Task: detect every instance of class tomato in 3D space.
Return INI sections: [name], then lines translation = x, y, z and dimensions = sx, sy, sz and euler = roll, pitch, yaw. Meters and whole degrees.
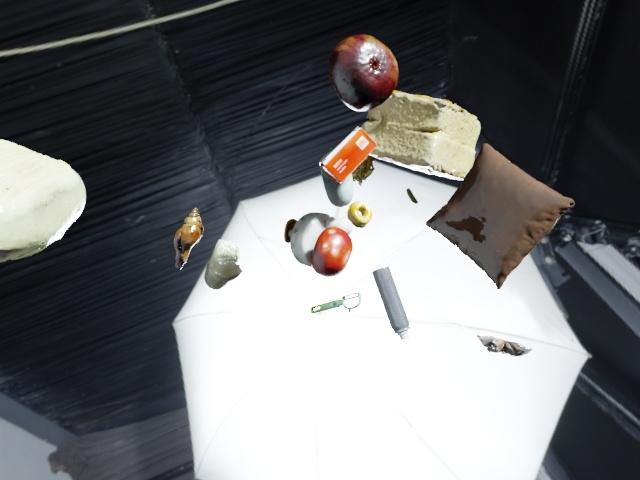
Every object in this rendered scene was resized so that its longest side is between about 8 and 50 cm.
[tomato]
translation = 0.043, 0.046, 1.641
dimensions = 0.195, 0.136, 0.195
euler = 22, 90, -86

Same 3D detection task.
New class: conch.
[conch]
translation = -0.482, -0.006, 1.608
dimensions = 0.086, 0.233, 0.080
euler = 33, 3, -6

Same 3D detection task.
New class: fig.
[fig]
translation = 0.131, -0.536, 1.449
dimensions = 0.214, 0.235, 0.235
euler = 12, -51, 42

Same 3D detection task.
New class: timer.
[timer]
translation = 0.000, 0.000, 1.799
dimensions = 0.240, 0.233, 0.234
euler = 11, -50, 40

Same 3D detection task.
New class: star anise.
[star anise]
translation = 0.702, 0.409, 1.716
dimensions = 0.195, 0.065, 0.182
euler = 26, -14, -39

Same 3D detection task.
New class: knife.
[knife]
translation = 0.043, 0.202, 1.354
dimensions = 0.212, 0.015, 0.054
euler = -21, -110, 41

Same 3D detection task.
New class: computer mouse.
[computer mouse]
translation = 0.064, -0.231, 1.668
dimensions = 0.068, 0.113, 0.229
euler = -100, 176, -76

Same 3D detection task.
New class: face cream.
[face cream]
translation = 0.275, 0.240, 1.714
dimensions = 0.073, 0.073, 0.284
euler = 95, -23, -76

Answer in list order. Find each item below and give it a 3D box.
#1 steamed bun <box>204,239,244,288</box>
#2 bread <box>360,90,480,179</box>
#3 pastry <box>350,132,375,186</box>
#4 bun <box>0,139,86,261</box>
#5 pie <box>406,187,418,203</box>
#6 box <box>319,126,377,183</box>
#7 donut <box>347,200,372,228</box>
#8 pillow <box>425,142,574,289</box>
[steamed bun]
translation = -0.456, 0.128, 2.137
dimensions = 0.225, 0.170, 0.200
euler = 137, -35, -56
[bread]
translation = 0.395, -0.414, 1.767
dimensions = 0.390, 0.371, 0.279
euler = 29, -71, 41
[pastry]
translation = 0.194, -0.377, 2.072
dimensions = 0.102, 0.154, 0.250
euler = -7, 105, -64
[bun]
translation = -0.731, -0.084, 1.014
dimensions = 0.213, 0.361, 0.361
euler = -67, -151, 26
[pie]
translation = 0.399, -0.192, 1.959
dimensions = 0.084, 0.021, 0.084
euler = 46, 25, -29
[box]
translation = 0.088, -0.288, 1.524
dimensions = 0.099, 0.182, 0.133
euler = 44, 3, -8
[donut]
translation = 0.212, -0.142, 2.368
dimensions = 0.058, 0.152, 0.152
euler = -39, -111, 51
[pillow]
translation = 0.493, -0.072, 1.284
dimensions = 0.108, 0.308, 0.305
euler = 4, 35, -49
